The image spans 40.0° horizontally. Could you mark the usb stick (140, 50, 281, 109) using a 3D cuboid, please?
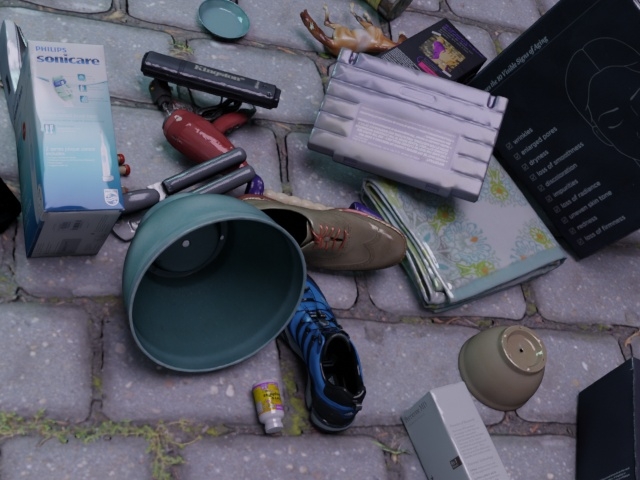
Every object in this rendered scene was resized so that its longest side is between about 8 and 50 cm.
[{"bbox_3d":[-0.215,-0.314,1.730,0.278,0.045,0.077,15,24,-7],"label":"usb stick"}]

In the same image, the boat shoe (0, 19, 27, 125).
[{"bbox_3d":[-0.542,-0.308,1.626,0.076,0.080,0.228,-2,60,-33],"label":"boat shoe"}]

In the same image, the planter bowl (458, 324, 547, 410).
[{"bbox_3d":[0.356,0.225,1.655,0.162,0.109,0.162,12,54,-17],"label":"planter bowl"}]

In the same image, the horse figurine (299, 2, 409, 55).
[{"bbox_3d":[0.072,-0.481,2.040,0.263,0.066,0.174,-10,57,-33],"label":"horse figurine"}]

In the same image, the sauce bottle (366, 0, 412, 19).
[{"bbox_3d":[0.086,-0.693,2.162,0.111,0.111,0.344,-33,77,-38],"label":"sauce bottle"}]

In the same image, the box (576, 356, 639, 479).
[{"bbox_3d":[0.661,0.435,1.607,0.343,0.179,0.312,23,52,-9],"label":"box"}]

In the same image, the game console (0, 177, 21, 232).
[{"bbox_3d":[-0.682,-0.043,1.398,0.361,0.044,0.213,-32,75,-37],"label":"game console"}]

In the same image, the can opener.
[{"bbox_3d":[-0.247,-0.084,1.560,0.280,0.093,0.074,-25,91,-17],"label":"can opener"}]

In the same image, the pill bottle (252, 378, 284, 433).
[{"bbox_3d":[-0.085,0.274,1.456,0.043,0.043,0.083,-1,59,-26],"label":"pill bottle"}]

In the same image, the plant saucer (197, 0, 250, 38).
[{"bbox_3d":[-0.214,-0.483,1.934,0.119,0.021,0.119,12,54,-18],"label":"plant saucer"}]

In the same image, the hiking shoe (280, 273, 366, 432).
[{"bbox_3d":[0.011,0.170,1.516,0.113,0.132,0.304,-8,61,-29],"label":"hiking shoe"}]

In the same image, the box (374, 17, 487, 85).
[{"bbox_3d":[0.214,-0.353,1.950,0.143,0.165,0.270,47,51,9],"label":"box"}]

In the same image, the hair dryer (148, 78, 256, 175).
[{"bbox_3d":[-0.199,-0.226,1.707,0.224,0.080,0.293,-3,52,-26],"label":"hair dryer"}]

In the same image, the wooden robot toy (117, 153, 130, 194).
[{"bbox_3d":[-0.385,-0.155,1.591,0.076,0.079,0.173,-19,68,-34],"label":"wooden robot toy"}]

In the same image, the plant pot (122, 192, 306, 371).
[{"bbox_3d":[-0.197,0.041,1.440,0.293,0.293,0.196,-6,34,-28],"label":"plant pot"}]

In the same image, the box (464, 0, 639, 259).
[{"bbox_3d":[0.633,-0.294,1.856,0.297,0.480,0.471,-36,88,-38],"label":"box"}]

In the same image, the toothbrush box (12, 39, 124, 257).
[{"bbox_3d":[-0.420,-0.145,1.444,0.126,0.216,0.295,-1,72,-26],"label":"toothbrush box"}]

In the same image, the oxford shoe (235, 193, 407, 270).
[{"bbox_3d":[0.000,0.000,1.608,0.348,0.130,0.123,8,98,-11],"label":"oxford shoe"}]

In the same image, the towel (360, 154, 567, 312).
[{"bbox_3d":[0.296,-0.036,1.821,0.375,0.090,0.320,-15,66,-33],"label":"towel"}]

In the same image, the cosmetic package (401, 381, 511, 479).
[{"bbox_3d":[0.235,0.371,1.493,0.086,0.117,0.231,-10,62,-31],"label":"cosmetic package"}]

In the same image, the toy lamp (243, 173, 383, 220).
[{"bbox_3d":[-0.011,-0.059,1.703,0.275,0.080,0.080,17,52,-12],"label":"toy lamp"}]

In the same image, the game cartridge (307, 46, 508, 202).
[{"bbox_3d":[0.173,-0.228,1.757,0.355,0.068,0.230,19,81,3],"label":"game cartridge"}]
